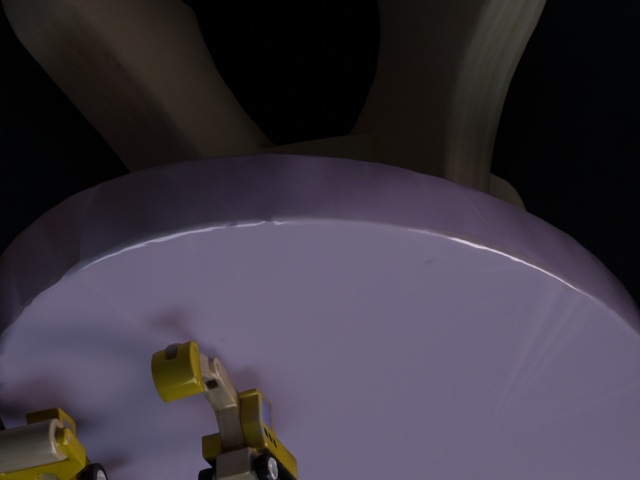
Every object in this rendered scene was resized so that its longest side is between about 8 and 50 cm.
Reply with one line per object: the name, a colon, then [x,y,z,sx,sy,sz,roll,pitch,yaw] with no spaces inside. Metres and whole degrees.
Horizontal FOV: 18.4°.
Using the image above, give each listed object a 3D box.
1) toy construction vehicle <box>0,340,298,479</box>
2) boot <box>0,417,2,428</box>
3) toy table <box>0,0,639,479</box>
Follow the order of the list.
toy construction vehicle: [-0.053,0.069,0.609,0.086,0.035,0.098,-16,142,18]
boot: [-0.222,0.149,0.842,0.112,0.115,0.305,11,136,-31]
toy table: [0.000,0.000,0.693,0.252,0.161,0.274,-30,140,18]
